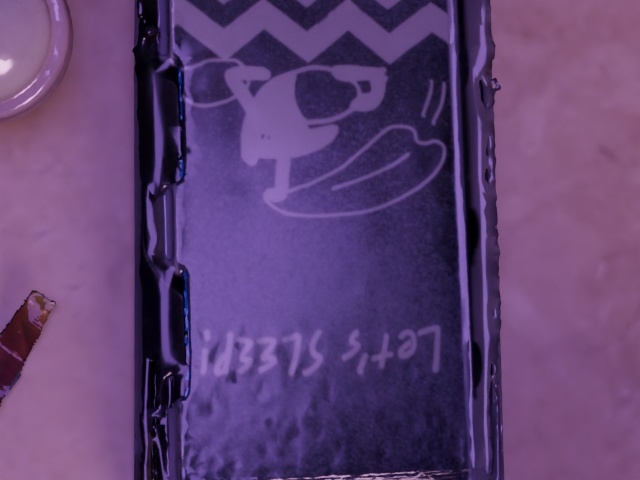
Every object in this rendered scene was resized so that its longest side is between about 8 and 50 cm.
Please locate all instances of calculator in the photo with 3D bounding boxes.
[{"bbox_3d":[0.000,0.000,0.632,0.166,0.028,0.274,0,85,-10],"label":"calculator"}]

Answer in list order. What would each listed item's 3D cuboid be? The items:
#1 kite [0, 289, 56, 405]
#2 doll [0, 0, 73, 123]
[{"bbox_3d":[-0.251,0.139,0.561,0.204,0.022,0.360,34,70,3],"label":"kite"},{"bbox_3d":[-0.237,-0.088,0.578,0.365,0.094,0.160,-23,90,-9],"label":"doll"}]
